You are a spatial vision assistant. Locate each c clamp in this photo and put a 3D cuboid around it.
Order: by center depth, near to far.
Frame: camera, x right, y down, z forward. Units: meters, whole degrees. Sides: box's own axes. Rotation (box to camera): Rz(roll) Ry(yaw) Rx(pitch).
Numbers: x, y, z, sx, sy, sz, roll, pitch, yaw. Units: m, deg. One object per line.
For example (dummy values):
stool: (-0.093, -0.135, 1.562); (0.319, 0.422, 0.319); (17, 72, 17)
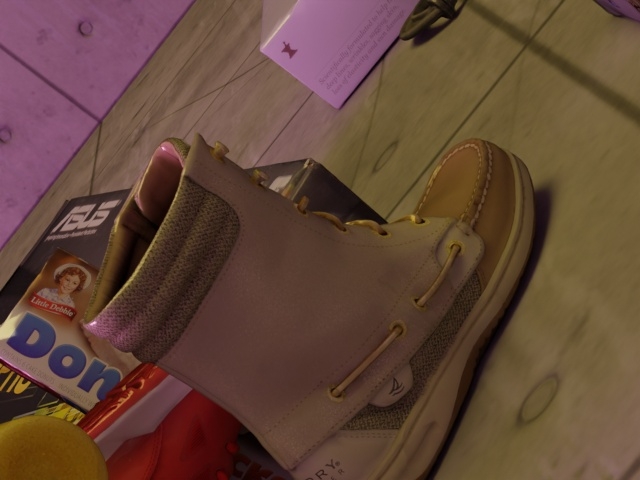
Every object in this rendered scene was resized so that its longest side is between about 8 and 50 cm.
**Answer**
c clamp: (0.112, -0.208, 1.337); (0.161, 0.022, 0.137); (-53, 12, -1)

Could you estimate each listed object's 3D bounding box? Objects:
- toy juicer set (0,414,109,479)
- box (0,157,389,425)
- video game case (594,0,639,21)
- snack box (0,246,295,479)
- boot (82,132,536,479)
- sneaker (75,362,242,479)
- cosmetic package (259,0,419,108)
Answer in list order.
toy juicer set: (-0.172, 0.229, 0.696); (0.329, 0.209, 0.089); (-36, -3, -26)
box: (-0.141, 0.113, 1.101); (0.318, 0.097, 0.395); (-54, 20, -17)
video game case: (0.225, -0.214, 0.850); (0.269, 0.061, 0.244); (-52, 11, 6)
snack box: (-0.072, 0.071, 0.904); (0.064, 0.178, 0.022); (-57, -19, -16)
boot: (0.000, 0.000, 0.825); (0.077, 0.165, 0.213); (-36, 22, 50)
sneaker: (-0.067, 0.132, 0.840); (0.221, 0.128, 0.087); (-43, 5, -17)
cosmetic package: (0.017, -0.200, 1.528); (0.117, 0.085, 0.231); (-49, 14, 16)
